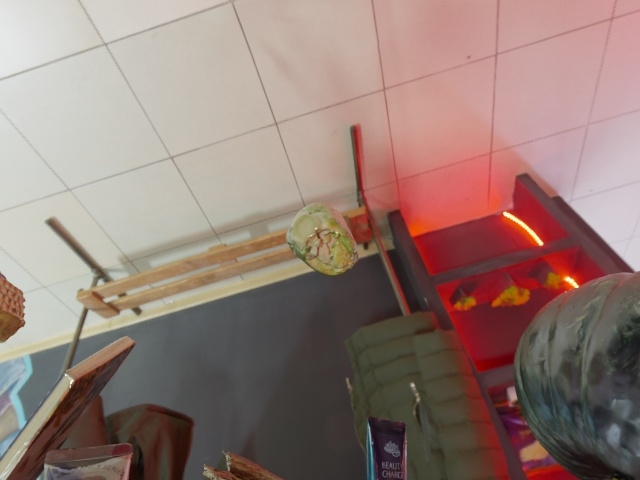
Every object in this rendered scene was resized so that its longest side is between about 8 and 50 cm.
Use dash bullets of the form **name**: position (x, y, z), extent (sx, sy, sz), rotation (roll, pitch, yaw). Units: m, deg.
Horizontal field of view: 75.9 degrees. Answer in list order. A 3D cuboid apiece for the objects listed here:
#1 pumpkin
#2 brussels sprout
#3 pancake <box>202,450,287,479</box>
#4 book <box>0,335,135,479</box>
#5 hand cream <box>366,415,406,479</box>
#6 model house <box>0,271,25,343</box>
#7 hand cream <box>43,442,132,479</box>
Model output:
- **pumpkin**: position (0.284, 0.146, 0.336), extent (0.216, 0.250, 0.250), rotation (-43, 133, -15)
- **brussels sprout**: position (-0.002, -0.005, 0.865), extent (0.131, 0.145, 0.183), rotation (-33, 132, 6)
- **pancake**: position (-0.136, 0.540, 0.914), extent (0.257, 0.056, 0.212), rotation (30, 157, -16)
- **book**: position (-0.555, 0.404, 0.816), extent (0.039, 0.300, 0.428), rotation (35, 86, -5)
- **hand cream**: position (0.137, 0.519, 0.855), extent (0.120, 0.271, 0.061), rotation (23, 145, -29)
- **model house**: position (-0.811, 0.128, 0.942), extent (0.160, 0.254, 0.196), rotation (-44, 158, -25)
- **hand cream**: position (-0.320, 0.423, 0.534), extent (0.124, 0.341, 0.078), rotation (6, 120, -25)
